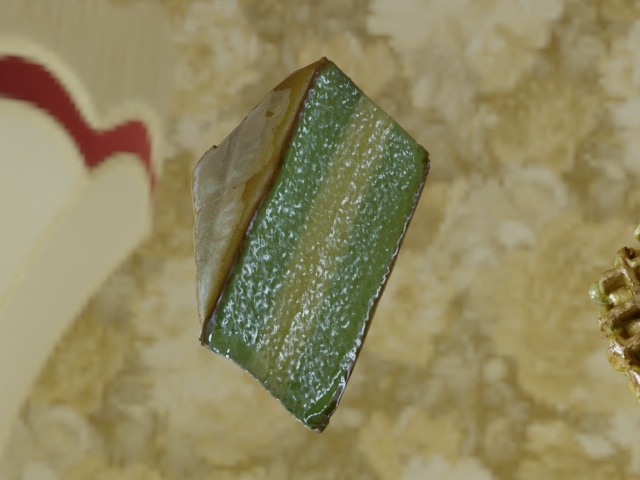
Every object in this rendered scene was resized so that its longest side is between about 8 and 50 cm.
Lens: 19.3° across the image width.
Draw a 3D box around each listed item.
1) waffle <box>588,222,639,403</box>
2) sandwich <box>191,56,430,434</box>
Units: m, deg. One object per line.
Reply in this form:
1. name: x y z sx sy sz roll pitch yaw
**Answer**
1. waffle: 0.265 0.045 1.217 0.191 0.191 0.038 -2 153 27
2. sandwich: 0.000 0.000 0.710 0.074 0.116 0.074 -39 118 20
